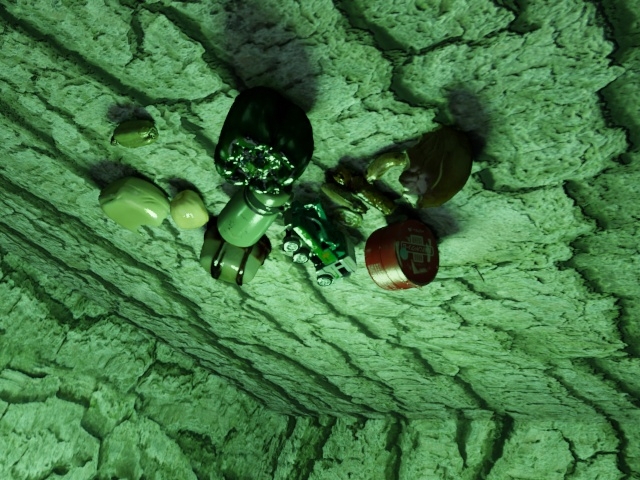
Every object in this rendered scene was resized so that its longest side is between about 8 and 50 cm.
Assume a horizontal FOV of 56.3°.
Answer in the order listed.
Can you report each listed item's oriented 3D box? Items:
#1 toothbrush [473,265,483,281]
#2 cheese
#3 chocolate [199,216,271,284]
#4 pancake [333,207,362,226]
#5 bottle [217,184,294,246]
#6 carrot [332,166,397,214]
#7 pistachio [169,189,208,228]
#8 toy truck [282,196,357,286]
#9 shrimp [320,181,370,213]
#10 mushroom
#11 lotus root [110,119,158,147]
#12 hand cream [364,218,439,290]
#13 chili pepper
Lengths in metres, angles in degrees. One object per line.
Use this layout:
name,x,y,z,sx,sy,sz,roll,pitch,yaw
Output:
toothbrush,0.554,0.118,2.096,0.006,0.008,0.097,8,151,43
cheese,-0.700,-0.133,2.257,0.266,0.127,0.233,-7,140,38
chocolate,-0.344,0.062,2.314,0.284,0.186,0.283,13,147,9
pancake,0.092,-0.077,2.030,0.108,0.017,0.108,15,152,8
bottle,-0.213,-0.115,1.997,0.169,0.168,0.347,29,143,-16
carrot,0.138,-0.152,1.844,0.229,0.068,0.069,33,146,-24
pistachio,-0.483,-0.101,2.196,0.145,0.117,0.200,29,150,12
toy truck,-0.006,0.004,2.058,0.178,0.176,0.363,-21,135,17
shrimp,0.087,-0.125,1.846,0.126,0.047,0.223,26,-172,-44
mushroom,0.248,-0.214,1.616,0.302,0.232,0.208,21,-165,20
lotus root,-0.603,-0.343,1.925,0.183,0.077,0.090,-5,134,29
hand cream,0.263,0.051,1.942,0.230,0.230,0.149,37,145,-27
chili pepper,-0.158,-0.276,1.633,0.249,0.256,0.233,35,140,-26
